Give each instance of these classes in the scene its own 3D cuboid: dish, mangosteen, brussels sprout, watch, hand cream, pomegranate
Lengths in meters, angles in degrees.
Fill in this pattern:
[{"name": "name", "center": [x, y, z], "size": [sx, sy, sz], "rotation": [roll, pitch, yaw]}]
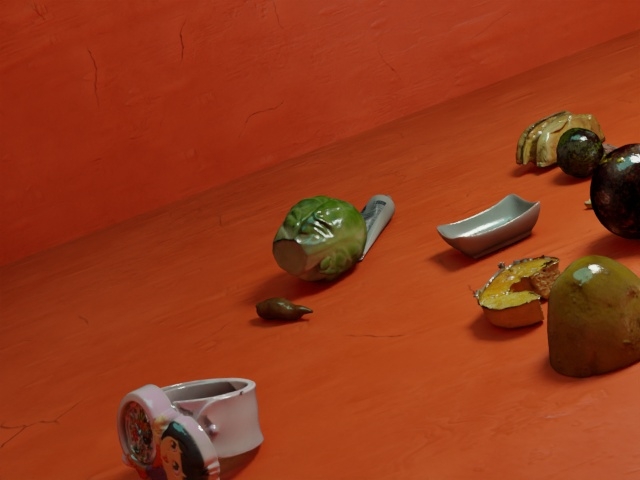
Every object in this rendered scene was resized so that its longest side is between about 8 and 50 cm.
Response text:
[{"name": "dish", "center": [0.387, -0.025, 2.071], "size": [0.212, 0.077, 0.151], "rotation": [-24, 15, -10]}, {"name": "mangosteen", "center": [0.638, -0.091, 1.779], "size": [0.192, 0.192, 0.217], "rotation": [-26, 21, -18]}, {"name": "brussels sprout", "center": [0.000, 0.000, 2.254], "size": [0.244, 0.244, 0.244], "rotation": [-19, 16, 6]}, {"name": "watch", "center": [-0.196, 0.329, 1.546], "size": [0.244, 0.196, 0.231], "rotation": [-3, 2, 45]}, {"name": "hand cream", "center": [0.122, -0.028, 2.452], "size": [0.124, 0.078, 0.341], "rotation": [-9, 28, 33]}, {"name": "pomegranate", "center": [0.667, -0.209, 2.293], "size": [0.126, 0.163, 0.138], "rotation": [-60, 0, 2]}]

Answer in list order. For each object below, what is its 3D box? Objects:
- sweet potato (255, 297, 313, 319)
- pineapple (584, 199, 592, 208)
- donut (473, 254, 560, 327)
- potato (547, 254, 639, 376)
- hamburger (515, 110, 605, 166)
[{"name": "sweet potato", "center": [-0.085, 0.159, 2.101], "size": [0.195, 0.056, 0.056], "rotation": [3, 28, 44]}, {"name": "pineapple", "center": [0.641, -0.087, 2.066], "size": [0.083, 0.019, 0.045], "rotation": [-1, 31, 47]}, {"name": "donut", "center": [0.368, 0.101, 1.701], "size": [0.146, 0.078, 0.181], "rotation": [-10, 25, 35]}, {"name": "potato", "center": [0.440, 0.105, 1.466], "size": [0.203, 0.158, 0.178], "rotation": [-24, 15, 3]}, {"name": "hamburger", "center": [0.642, -0.283, 2.499], "size": [0.262, 0.131, 0.124], "rotation": [-24, 16, -27]}]
